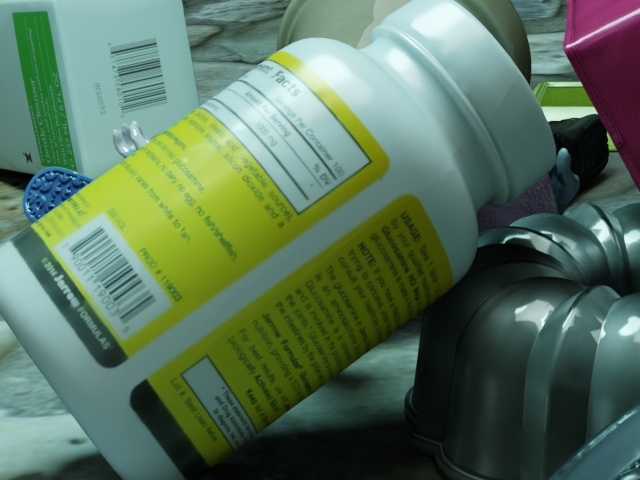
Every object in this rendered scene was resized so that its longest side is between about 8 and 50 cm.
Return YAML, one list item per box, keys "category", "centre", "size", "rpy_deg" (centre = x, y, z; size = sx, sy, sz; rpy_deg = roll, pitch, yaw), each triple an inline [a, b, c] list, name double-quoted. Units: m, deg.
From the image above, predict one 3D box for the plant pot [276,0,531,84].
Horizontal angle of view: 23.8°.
- category: "plant pot"
  centre: [0.056, -0.130, 1.484]
  size: [0.263, 0.263, 0.229]
  rpy_deg: [4, 38, 20]

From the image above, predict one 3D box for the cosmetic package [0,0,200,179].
- category: "cosmetic package"
  centre: [-0.289, -0.182, 1.665]
  size: [0.155, 0.197, 0.365]
  rpy_deg: [-18, 15, -33]

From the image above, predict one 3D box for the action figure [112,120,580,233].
- category: "action figure"
  centre: [0.000, 0.000, 1.200]
  size: [0.370, 0.275, 0.248]
  rpy_deg: [-32, 23, -19]

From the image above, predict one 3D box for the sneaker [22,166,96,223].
- category: "sneaker"
  centre: [-0.150, 0.001, 1.323]
  size: [0.232, 0.081, 0.090]
  rpy_deg: [26, -4, 28]

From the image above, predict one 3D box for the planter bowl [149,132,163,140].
- category: "planter bowl"
  centre: [-0.116, -0.058, 1.479]
  size: [0.217, 0.090, 0.217]
  rpy_deg: [-4, 18, 1]

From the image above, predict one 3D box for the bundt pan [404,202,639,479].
- category: "bundt pan"
  centre: [0.216, 0.061, 1.004]
  size: [0.331, 0.124, 0.331]
  rpy_deg: [-3, 19, 1]

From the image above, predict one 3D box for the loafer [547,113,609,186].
- category: "loafer"
  centre: [0.214, -0.073, 1.507]
  size: [0.078, 0.080, 0.220]
  rpy_deg: [-3, 10, 34]

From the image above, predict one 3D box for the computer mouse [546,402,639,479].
- category: "computer mouse"
  centre: [0.198, 0.126, 0.774]
  size: [0.272, 0.072, 0.188]
  rpy_deg: [-24, 31, -16]

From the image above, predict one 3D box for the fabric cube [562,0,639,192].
- category: "fabric cube"
  centre: [0.365, -0.132, 1.214]
  size: [0.258, 0.259, 0.254]
  rpy_deg: [-27, 13, 18]

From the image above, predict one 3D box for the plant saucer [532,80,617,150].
- category: "plant saucer"
  centre: [0.313, -0.148, 1.747]
  size: [0.188, 0.045, 0.188]
  rpy_deg: [1, 19, 14]

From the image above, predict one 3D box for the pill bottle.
- category: "pill bottle"
  centre: [-0.025, -0.005, 0.951]
  size: [0.334, 0.188, 0.188]
  rpy_deg: [-36, 25, -8]
